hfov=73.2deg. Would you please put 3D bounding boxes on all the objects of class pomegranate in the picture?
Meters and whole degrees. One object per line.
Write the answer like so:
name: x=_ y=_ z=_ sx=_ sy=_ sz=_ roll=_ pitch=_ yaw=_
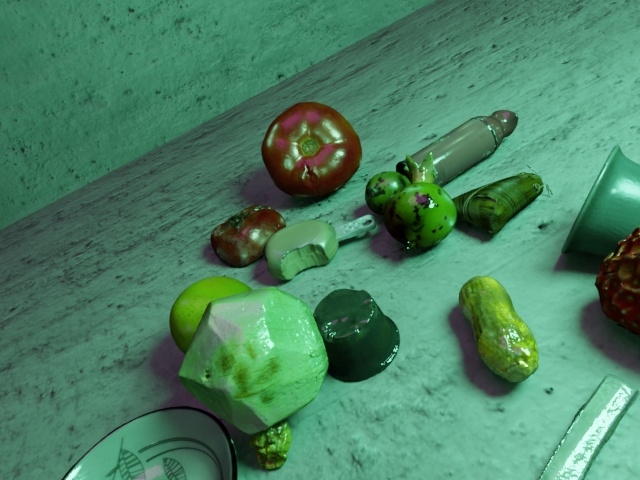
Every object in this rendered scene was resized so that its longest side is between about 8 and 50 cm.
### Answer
pomegranate: x=0.208 y=-0.086 z=0.939 sx=0.156 sy=0.156 sz=0.220 roll=-13 pitch=77 yaw=19
pomegranate: x=0.171 y=-0.097 z=1.060 sx=0.122 sy=0.122 sz=0.162 roll=-15 pitch=63 yaw=17

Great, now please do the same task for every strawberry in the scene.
strawberry: x=0.494 y=0.058 z=0.599 sx=0.178 sy=0.234 sz=0.234 roll=-29 pitch=21 yaw=51

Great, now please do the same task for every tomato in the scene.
tomato: x=-0.220 y=-0.031 z=1.229 sx=0.227 sy=0.101 sz=0.228 roll=-20 pitch=32 yaw=13
tomato: x=-0.023 y=-0.265 z=1.290 sx=0.298 sy=0.299 sz=0.226 roll=-22 pitch=-6 yaw=7

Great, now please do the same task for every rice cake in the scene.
rice cake: x=0.339 y=0.250 z=0.546 sx=0.206 sy=0.036 sz=0.047 roll=-41 pitch=49 yaw=-22

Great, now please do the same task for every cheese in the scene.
cheese: x=0.000 y=0.000 z=1.059 sx=0.286 sy=0.082 sz=0.163 roll=-20 pitch=35 yaw=8

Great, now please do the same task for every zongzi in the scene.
zongzi: x=0.374 y=-0.099 z=0.957 sx=0.187 sy=0.084 sz=0.184 roll=-31 pitch=24 yaw=-20

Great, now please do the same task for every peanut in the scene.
peanut: x=0.281 y=0.137 z=0.691 sx=0.087 sy=0.087 sz=0.207 roll=-19 pitch=32 yaw=11

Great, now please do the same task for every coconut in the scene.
coconut: x=-0.114 y=0.187 z=0.709 sx=0.235 sy=0.236 sz=0.204 roll=-34 pitch=22 yaw=-12

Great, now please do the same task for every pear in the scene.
pear: x=-0.206 y=0.159 z=0.892 sx=0.219 sy=0.187 sz=0.188 roll=-21 pitch=31 yaw=37

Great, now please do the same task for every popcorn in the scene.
popcorn: x=-0.076 y=0.329 z=0.695 sx=0.059 sy=0.068 sz=0.083 roll=9 pitch=83 yaw=52

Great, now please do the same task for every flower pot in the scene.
flower pot: x=0.055 y=0.160 z=0.788 sx=0.157 sy=0.107 sz=0.157 roll=-19 pitch=34 yaw=13

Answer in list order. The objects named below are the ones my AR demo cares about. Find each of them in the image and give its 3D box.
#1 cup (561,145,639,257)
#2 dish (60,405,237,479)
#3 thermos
cup: x=0.519 y=-0.040 z=0.710 sx=0.150 sy=0.199 sz=0.199 roll=27 pitch=59 yaw=29
dish: x=-0.254 y=0.413 z=0.643 sx=0.316 sy=0.106 sz=0.316 roll=-12 pitch=32 yaw=8
thermos: x=0.361 y=-0.228 z=1.118 sx=0.330 sy=0.136 sz=0.110 roll=-32 pitch=62 yaw=-8
